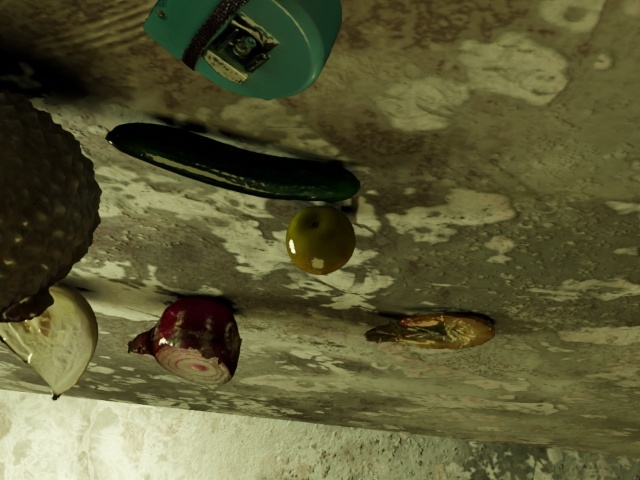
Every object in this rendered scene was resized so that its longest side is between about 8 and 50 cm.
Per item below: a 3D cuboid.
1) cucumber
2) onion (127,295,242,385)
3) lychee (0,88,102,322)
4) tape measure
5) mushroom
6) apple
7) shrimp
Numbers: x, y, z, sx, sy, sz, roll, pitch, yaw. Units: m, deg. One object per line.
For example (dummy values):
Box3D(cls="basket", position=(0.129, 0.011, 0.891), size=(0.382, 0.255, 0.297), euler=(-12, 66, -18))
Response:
Box3D(cls="cucumber", position=(-0.091, -0.081, 0.886), size=(0.284, 0.056, 0.056), euler=(11, 159, -14))
Box3D(cls="onion", position=(-0.259, 0.184, 1.539), size=(0.218, 0.139, 0.195), euler=(2, 156, 14))
Box3D(cls="lychee", position=(-0.367, -0.036, 0.804), size=(0.300, 0.300, 0.300), euler=(6, 160, 2))
Box3D(cls="tape measure", position=(-0.051, -0.165, 0.602), size=(0.125, 0.081, 0.146), euler=(34, 148, -19))
Box3D(cls="mushroom", position=(-0.501, 0.142, 1.554), size=(0.236, 0.173, 0.162), euler=(49, -167, -8))
Box3D(cls="apple", position=(0.000, 0.000, 1.025), size=(0.090, 0.089, 0.074), euler=(2, 147, 13))
Box3D(cls="shrimp", position=(0.195, 0.161, 1.452), size=(0.236, 0.053, 0.133), euler=(3, 162, 2))
